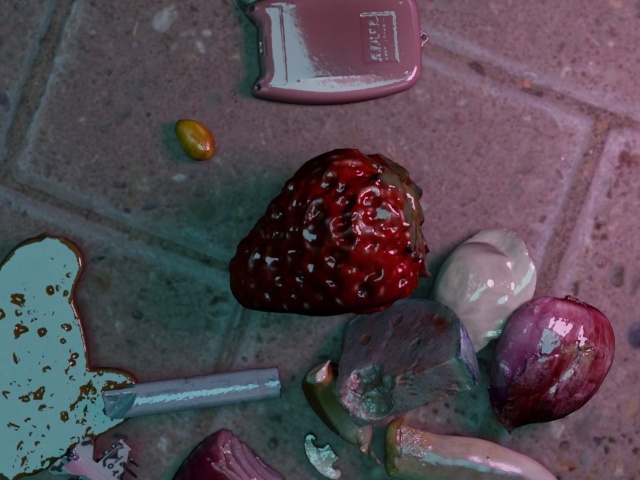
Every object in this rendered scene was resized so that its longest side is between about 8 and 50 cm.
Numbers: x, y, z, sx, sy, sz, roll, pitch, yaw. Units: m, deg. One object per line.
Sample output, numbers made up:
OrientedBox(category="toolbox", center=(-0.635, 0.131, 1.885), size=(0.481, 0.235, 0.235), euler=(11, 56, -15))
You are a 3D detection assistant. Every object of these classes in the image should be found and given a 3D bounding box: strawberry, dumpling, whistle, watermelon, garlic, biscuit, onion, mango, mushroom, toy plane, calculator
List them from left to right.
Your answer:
OrientedBox(category="biscuit", center=(-0.543, 0.221, 1.545), size=(0.368, 0.076, 0.394), euler=(-23, 92, -10))
OrientedBox(category="toy plane", center=(-0.379, 0.427, 1.536), size=(0.160, 0.082, 0.234), euler=(-40, 128, 1))
OrientedBox(category="whistle", center=(-0.224, 0.269, 1.532), size=(0.312, 0.062, 0.062), euler=(-6, 90, -9))
OrientedBox(category="mango", center=(-0.227, -0.183, 1.562), size=(0.089, 0.046, 0.060), euler=(43, 92, 5))
OrientedBox(category="onion", center=(-0.169, 0.500, 1.536), size=(0.250, 0.111, 0.247), euler=(41, 89, -1))
OrientedBox(category="strawberry", center=(0.000, 0.000, 1.452), size=(0.345, 0.317, 0.295), euler=(-15, 121, 16))
OrientedBox(category="mushroom", center=(0.003, 0.393, 1.574), size=(0.049, 0.019, 0.101), euler=(-34, 92, 2))
OrientedBox(category="calculator", center=(0.032, -0.356, 1.557), size=(0.329, 0.048, 0.220), euler=(-5, 89, -1))
OrientedBox(category="garlic", center=(0.041, 0.301, 1.519), size=(0.090, 0.128, 0.198), euler=(-30, 91, -6))
OrientedBox(category="watermelon", center=(0.146, 0.224, 1.443), size=(0.226, 0.318, 0.148), euler=(-45, 113, -21))
OrientedBox(category="mushroom", center=(0.275, 0.409, 1.538), size=(0.351, 0.095, 0.123), euler=(20, 110, 2))
OrientedBox(category="dumpling", center=(0.276, 0.093, 1.510), size=(0.162, 0.132, 0.250), euler=(31, 92, 38))
OrientedBox(category="onion", center=(0.398, 0.238, 1.488), size=(0.227, 0.120, 0.284), euler=(10, 113, -25))
